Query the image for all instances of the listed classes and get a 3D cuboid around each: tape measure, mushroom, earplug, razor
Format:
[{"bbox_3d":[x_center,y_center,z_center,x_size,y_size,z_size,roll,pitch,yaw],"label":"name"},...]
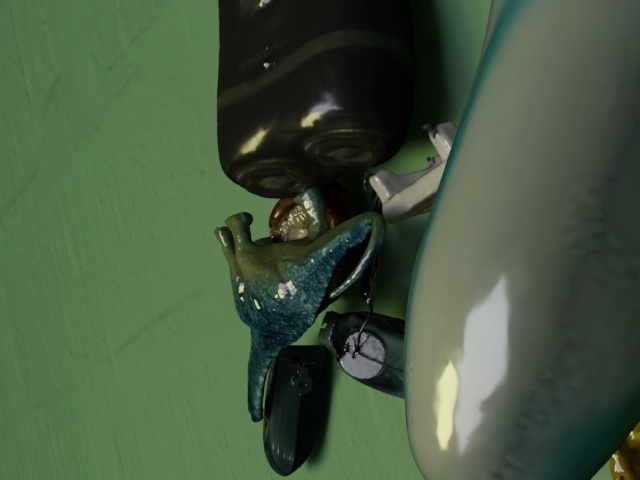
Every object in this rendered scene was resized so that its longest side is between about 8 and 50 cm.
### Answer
[{"bbox_3d":[0.072,0.039,0.789,0.104,0.107,0.179,149,138,-76],"label":"tape measure"},{"bbox_3d":[0.000,0.000,0.891,0.123,0.052,0.123,23,119,51],"label":"mushroom"},{"bbox_3d":[0.129,-0.013,0.507,0.185,0.185,0.324,12,77,52],"label":"earplug"},{"bbox_3d":[-0.015,-0.218,0.827,0.204,0.114,0.348,-17,73,47],"label":"razor"}]

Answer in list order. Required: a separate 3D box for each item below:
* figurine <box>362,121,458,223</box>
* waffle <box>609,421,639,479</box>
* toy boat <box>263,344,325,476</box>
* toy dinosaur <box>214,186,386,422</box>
[{"bbox_3d":[0.125,0.047,0.662,0.182,0.145,0.256,-21,80,49],"label":"figurine"},{"bbox_3d":[0.307,0.167,0.483,0.380,0.095,0.382,0,96,51],"label":"waffle"},{"bbox_3d":[-0.028,0.170,0.946,0.060,0.055,0.141,-133,47,-68],"label":"toy boat"},{"bbox_3d":[-0.029,0.035,0.816,0.363,0.077,0.147,-54,50,55],"label":"toy dinosaur"}]
